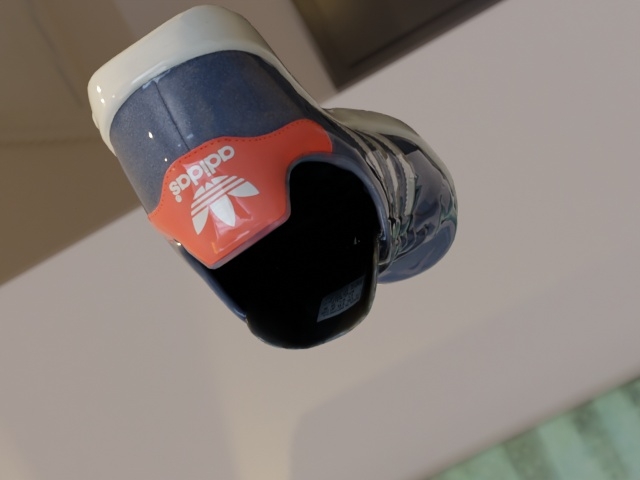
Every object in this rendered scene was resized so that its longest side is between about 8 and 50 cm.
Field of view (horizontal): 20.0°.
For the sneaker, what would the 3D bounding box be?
[{"bbox_3d":[0.000,0.000,1.018,0.350,0.131,0.148,25,-146,-59],"label":"sneaker"}]
